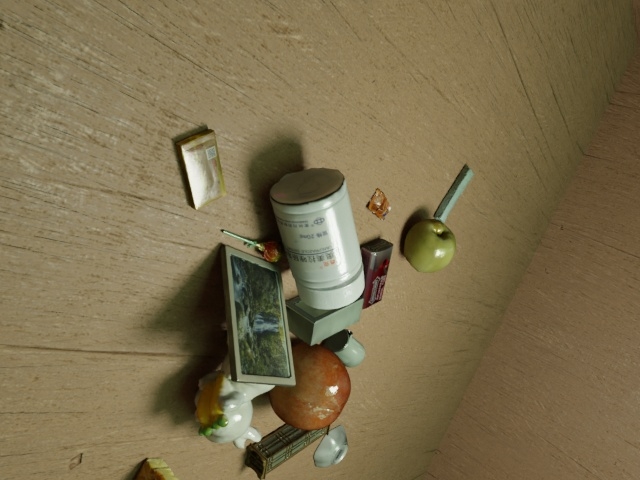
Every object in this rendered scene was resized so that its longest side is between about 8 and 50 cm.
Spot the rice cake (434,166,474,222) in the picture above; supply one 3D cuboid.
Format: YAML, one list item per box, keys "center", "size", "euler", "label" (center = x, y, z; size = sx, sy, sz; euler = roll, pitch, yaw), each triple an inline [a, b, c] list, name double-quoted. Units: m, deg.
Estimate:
- center: [0.517, -0.179, 2.042]
  size: [0.045, 0.042, 0.245]
  euler: [41, 79, -41]
  label: "rice cake"

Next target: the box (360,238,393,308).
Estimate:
- center: [0.175, 0.113, 1.785]
  size: [0.120, 0.069, 0.224]
  euler: [-18, 127, -45]
  label: "box"

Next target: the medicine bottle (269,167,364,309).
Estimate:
- center: [0.000, 0.000, 1.348]
  size: [0.190, 0.190, 0.332]
  euler: [-37, 129, -31]
  label: "medicine bottle"

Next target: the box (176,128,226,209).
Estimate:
- center: [-0.249, -0.149, 1.117]
  size: [0.089, 0.022, 0.156]
  euler: [-37, 137, -34]
  label: "box"

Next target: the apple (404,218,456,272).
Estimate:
- center: [0.393, 0.021, 1.902]
  size: [0.200, 0.200, 0.200]
  euler: [-30, 134, -37]
  label: "apple"

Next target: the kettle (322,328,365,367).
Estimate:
- center: [0.071, 0.367, 1.816]
  size: [0.148, 0.127, 0.098]
  euler: [50, 40, -50]
  label: "kettle"

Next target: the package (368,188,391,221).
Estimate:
- center: [0.192, -0.106, 1.691]
  size: [0.077, 0.033, 0.110]
  euler: [-48, 139, -3]
  label: "package"

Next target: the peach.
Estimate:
- center: [-0.029, 0.444, 1.606]
  size: [0.252, 0.252, 0.252]
  euler: [-30, 134, -37]
  label: "peach"

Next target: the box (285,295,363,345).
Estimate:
- center: [0.006, 0.213, 1.584]
  size: [0.225, 0.129, 0.086]
  euler: [-18, 126, -45]
  label: "box"

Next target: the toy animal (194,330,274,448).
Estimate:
- center: [-0.220, 0.403, 1.378]
  size: [0.247, 0.183, 0.310]
  euler: [9, 105, -53]
  label: "toy animal"

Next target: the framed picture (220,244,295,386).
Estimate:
- center: [-0.150, 0.188, 1.286]
  size: [0.240, 0.020, 0.324]
  euler: [30, 45, -54]
  label: "framed picture"

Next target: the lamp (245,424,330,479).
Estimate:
- center: [-0.101, 0.675, 1.791]
  size: [0.325, 0.089, 0.090]
  euler: [-15, 125, -45]
  label: "lamp"

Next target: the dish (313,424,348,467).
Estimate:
- center: [0.059, 0.839, 2.118]
  size: [0.191, 0.066, 0.190]
  euler: [-29, 133, -37]
  label: "dish"

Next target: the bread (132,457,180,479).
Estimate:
- center: [-0.433, 0.668, 1.334]
  size: [0.188, 0.125, 0.068]
  euler: [-61, 146, -2]
  label: "bread"

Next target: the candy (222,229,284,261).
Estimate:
- center: [-0.167, 0.006, 1.311]
  size: [0.201, 0.060, 0.060]
  euler: [23, 94, -46]
  label: "candy"
